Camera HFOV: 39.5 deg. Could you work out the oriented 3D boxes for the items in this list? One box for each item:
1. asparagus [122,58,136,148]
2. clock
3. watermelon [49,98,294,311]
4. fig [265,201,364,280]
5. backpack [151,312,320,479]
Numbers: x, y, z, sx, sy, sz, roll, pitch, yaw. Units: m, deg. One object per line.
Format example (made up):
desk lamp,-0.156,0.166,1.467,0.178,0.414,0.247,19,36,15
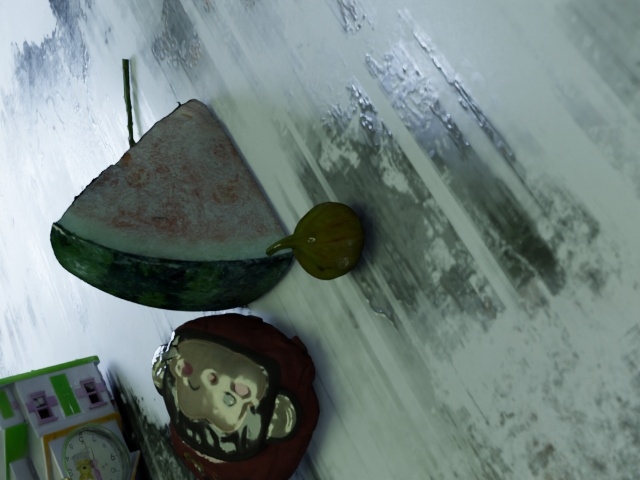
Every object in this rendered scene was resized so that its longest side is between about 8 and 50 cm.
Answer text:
asparagus,-0.301,-0.204,1.397,0.016,0.016,0.163,-6,88,35
clock,-0.416,0.366,1.455,0.166,0.235,0.310,-35,75,33
watermelon,-0.162,-0.017,1.161,0.250,0.293,0.283,38,164,-2
fig,0.000,0.000,0.949,0.084,0.098,0.082,-18,78,41
backpack,-0.099,0.203,1.082,0.229,0.139,0.229,5,99,34
